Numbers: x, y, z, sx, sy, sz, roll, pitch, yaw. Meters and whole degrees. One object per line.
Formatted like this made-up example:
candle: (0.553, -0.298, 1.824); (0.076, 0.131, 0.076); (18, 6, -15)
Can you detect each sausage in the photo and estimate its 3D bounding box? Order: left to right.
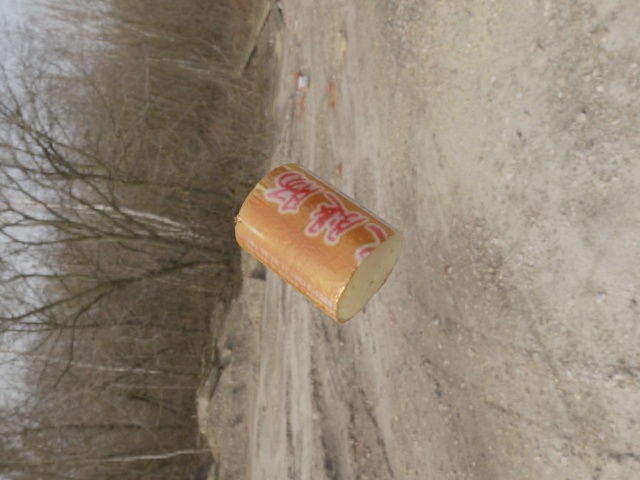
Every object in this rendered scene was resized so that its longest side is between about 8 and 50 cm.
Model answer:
sausage: (0.000, 0.000, 1.187); (0.287, 0.233, 0.233); (37, 138, 18)
